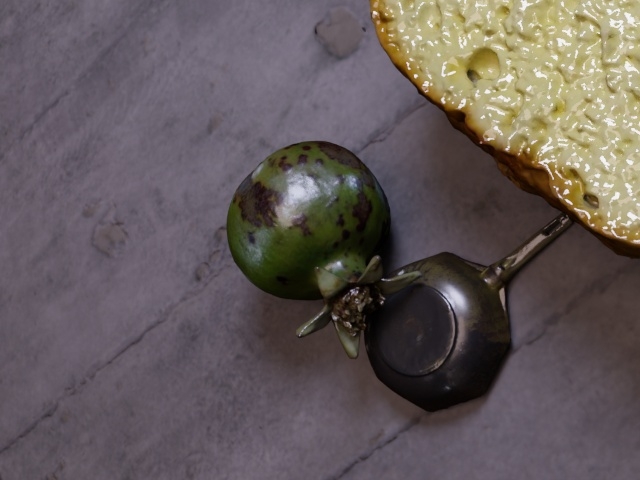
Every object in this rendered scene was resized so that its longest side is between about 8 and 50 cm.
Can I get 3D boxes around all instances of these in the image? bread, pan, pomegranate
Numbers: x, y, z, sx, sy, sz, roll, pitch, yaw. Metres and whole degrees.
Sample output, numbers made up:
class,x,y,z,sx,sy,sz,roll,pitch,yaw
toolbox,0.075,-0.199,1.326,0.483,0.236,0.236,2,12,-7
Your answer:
class,x,y,z,sx,sy,sz,roll,pitch,yaw
bread,0.199,-0.125,0.945,0.340,0.179,0.194,44,105,31
pan,0.105,0.042,1.057,0.128,0.048,0.202,30,100,32
pomegranate,-0.004,-0.005,1.066,0.148,0.148,0.169,-55,34,15
